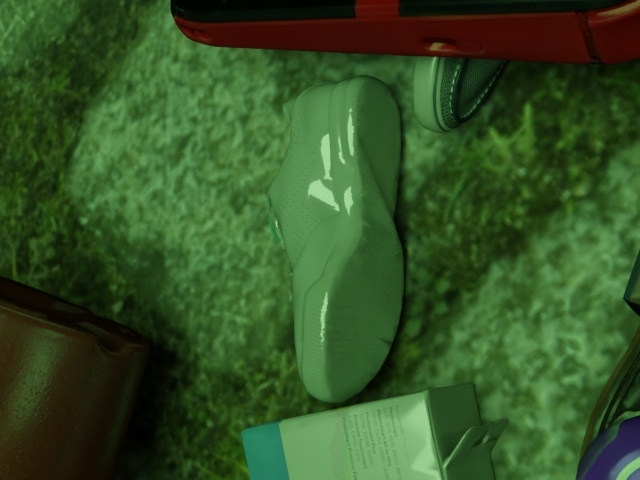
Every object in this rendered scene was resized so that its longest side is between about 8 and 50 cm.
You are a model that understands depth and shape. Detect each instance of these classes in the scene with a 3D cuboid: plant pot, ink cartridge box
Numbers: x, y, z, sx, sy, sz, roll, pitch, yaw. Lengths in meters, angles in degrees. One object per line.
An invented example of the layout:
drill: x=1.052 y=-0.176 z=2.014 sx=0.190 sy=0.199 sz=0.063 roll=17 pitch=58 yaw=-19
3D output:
plant pot: x=-0.255 y=0.158 z=0.700 sx=0.272 sy=0.272 sz=0.265 roll=19 pitch=87 yaw=26
ink cartridge box: x=0.041 y=0.143 z=0.634 sx=0.143 sy=0.092 sz=0.090 roll=-16 pitch=80 yaw=25

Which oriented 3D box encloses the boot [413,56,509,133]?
boot: x=0.126 y=-0.148 z=0.628 sx=0.086 sy=0.069 sz=0.190 roll=23 pitch=96 yaw=32

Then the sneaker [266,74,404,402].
sneaker: x=0.000 y=0.000 z=0.686 sx=0.094 sy=0.080 sz=0.212 roll=-2 pitch=78 yaw=38

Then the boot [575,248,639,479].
boot: x=0.209 y=0.097 z=0.562 sx=0.106 sy=0.082 sz=0.219 roll=15 pitch=91 yaw=29

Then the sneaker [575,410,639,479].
sneaker: x=0.254 y=0.179 z=0.464 sx=0.293 sy=0.146 sz=0.102 roll=32 pitch=102 yaw=9

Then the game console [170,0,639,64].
game console: x=0.095 y=-0.293 z=0.630 sx=0.342 sy=0.060 sz=0.386 roll=7 pitch=76 yaw=32
